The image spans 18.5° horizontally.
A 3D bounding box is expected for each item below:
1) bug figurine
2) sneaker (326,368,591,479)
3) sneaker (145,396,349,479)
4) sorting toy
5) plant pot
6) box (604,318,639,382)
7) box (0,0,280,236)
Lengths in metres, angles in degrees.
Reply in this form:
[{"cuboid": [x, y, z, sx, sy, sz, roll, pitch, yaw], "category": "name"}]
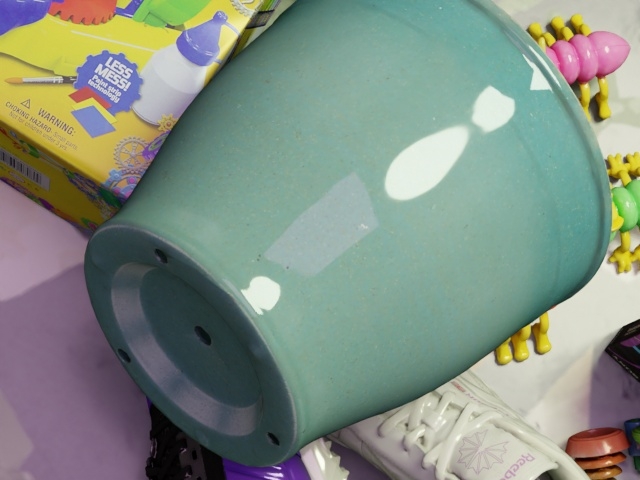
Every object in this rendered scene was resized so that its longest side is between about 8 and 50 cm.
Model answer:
[{"cuboid": [0.151, -0.061, 1.452, 0.216, 0.072, 0.279, -19, 82, -12], "category": "bug figurine"}, {"cuboid": [0.094, 0.129, 1.367, 0.305, 0.152, 0.114, 39, 77, 2], "category": "sneaker"}, {"cuboid": [-0.072, 0.165, 1.337, 0.146, 0.102, 0.293, -30, 84, -34], "category": "sneaker"}, {"cuboid": [0.230, 0.155, 1.429, 0.102, 0.061, 0.042, -9, 95, 17], "category": "sorting toy"}, {"cuboid": [0.000, 0.000, 1.245, 0.255, 0.271, 0.271, -40, 87, -30], "category": "plant pot"}, {"cuboid": [0.270, 0.098, 1.394, 0.116, 0.162, 0.029, 42, 80, 2], "category": "box"}, {"cuboid": [-0.186, -0.196, 1.376, 0.290, 0.177, 0.279, 32, 75, -2], "category": "box"}]
